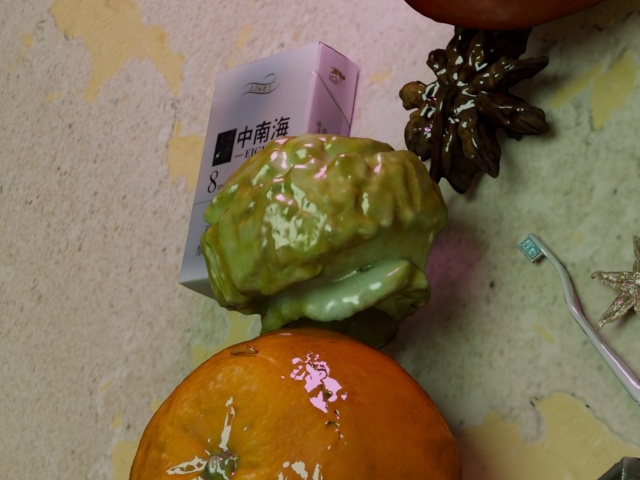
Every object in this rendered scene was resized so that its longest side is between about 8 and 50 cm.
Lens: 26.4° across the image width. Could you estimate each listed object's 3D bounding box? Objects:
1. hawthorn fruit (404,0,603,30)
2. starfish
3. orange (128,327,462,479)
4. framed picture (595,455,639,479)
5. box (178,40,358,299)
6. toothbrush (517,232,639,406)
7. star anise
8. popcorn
[{"bbox_3d":[0.126,-0.311,1.142,0.330,0.287,0.287,-19,53,7],"label":"hawthorn fruit"},{"bbox_3d":[0.249,0.034,1.051,0.092,0.016,0.086,3,67,39],"label":"starfish"},{"bbox_3d":[-0.019,0.211,1.067,0.284,0.226,0.284,-22,52,32],"label":"orange"},{"bbox_3d":[0.172,0.281,0.897,0.023,0.189,0.260,9,70,3],"label":"framed picture"},{"bbox_3d":[-0.052,-0.067,1.370,0.155,0.067,0.243,-8,64,41],"label":"box"},{"bbox_3d":[0.210,0.060,1.076,0.022,0.017,0.204,-39,45,9],"label":"toothbrush"},{"bbox_3d":[0.129,-0.094,1.203,0.177,0.073,0.234,-15,68,50],"label":"star anise"},{"bbox_3d":[0.000,0.000,1.156,0.221,0.204,0.184,133,131,-65],"label":"popcorn"}]
